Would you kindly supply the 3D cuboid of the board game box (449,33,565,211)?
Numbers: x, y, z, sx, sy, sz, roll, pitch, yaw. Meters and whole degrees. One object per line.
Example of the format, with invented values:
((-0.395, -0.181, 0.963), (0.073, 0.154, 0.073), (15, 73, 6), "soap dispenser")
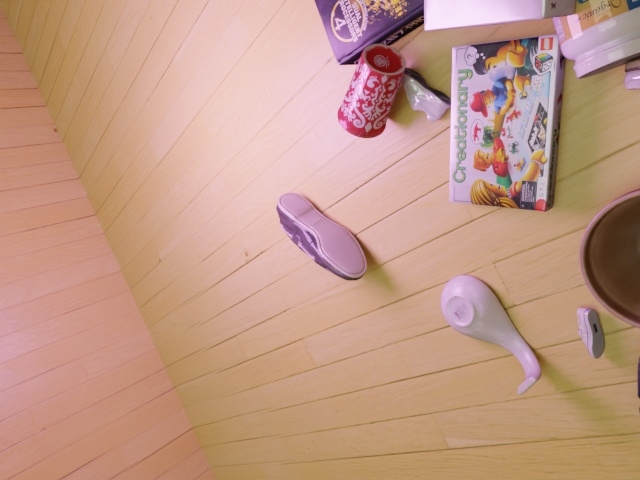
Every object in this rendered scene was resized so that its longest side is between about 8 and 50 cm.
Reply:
((0.345, -0.216, 0.895), (0.192, 0.053, 0.306), (11, 112, 40), "board game box")

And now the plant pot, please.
((0.556, 0.022, 0.750), (0.237, 0.109, 0.238), (16, 115, 39), "plant pot")

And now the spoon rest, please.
((0.365, 0.194, 1.022), (0.276, 0.084, 0.137), (54, 133, 32), "spoon rest")

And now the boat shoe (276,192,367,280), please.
((0.000, 0.000, 1.262), (0.335, 0.112, 0.096), (45, 148, 28), "boat shoe")

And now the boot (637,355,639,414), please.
((0.631, 0.204, 0.751), (0.222, 0.118, 0.339), (10, 107, 45), "boot")

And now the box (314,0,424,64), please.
((0.103, -0.608, 0.946), (0.318, 0.097, 0.395), (-17, 94, 41), "box")

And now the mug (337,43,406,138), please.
((0.101, -0.329, 1.004), (0.150, 0.113, 0.169), (62, 157, 22), "mug")

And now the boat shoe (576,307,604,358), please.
((0.512, 0.175, 0.903), (0.035, 0.035, 0.100), (6, 116, 70), "boat shoe")

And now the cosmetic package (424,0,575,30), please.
((0.267, -0.394, 0.727), (0.231, 0.085, 0.118), (27, 130, 50), "cosmetic package")

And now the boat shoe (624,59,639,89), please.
((0.580, -0.203, 0.645), (0.302, 0.113, 0.104), (19, 118, 41), "boat shoe")

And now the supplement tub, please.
((0.424, -0.363, 0.707), (0.144, 0.144, 0.200), (-15, 95, 44), "supplement tub")

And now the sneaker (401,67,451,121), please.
((0.201, -0.309, 0.994), (0.152, 0.053, 0.061), (48, 134, 18), "sneaker")
